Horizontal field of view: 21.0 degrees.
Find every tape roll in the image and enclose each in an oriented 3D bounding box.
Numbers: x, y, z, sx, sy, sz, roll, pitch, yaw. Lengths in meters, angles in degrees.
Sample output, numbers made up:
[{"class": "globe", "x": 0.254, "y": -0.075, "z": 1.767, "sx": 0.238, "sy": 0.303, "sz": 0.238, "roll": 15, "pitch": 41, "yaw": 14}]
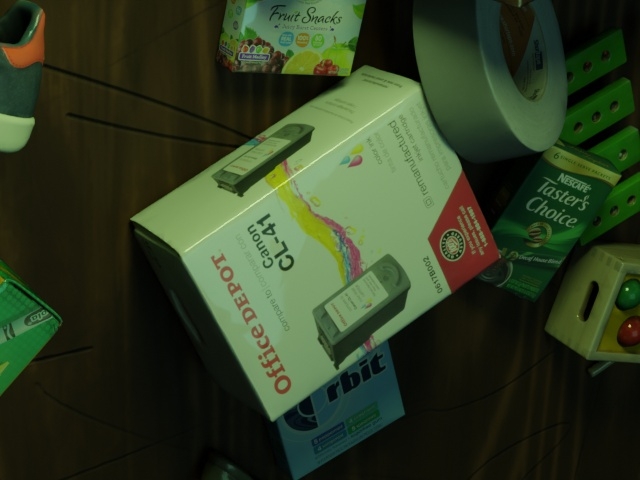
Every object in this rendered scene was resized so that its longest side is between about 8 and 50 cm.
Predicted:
[{"class": "tape roll", "x": 0.175, "y": -0.190, "z": 1.748, "sx": 0.219, "sy": 0.072, "sz": 0.219, "roll": 24, "pitch": 62, "yaw": -56}]

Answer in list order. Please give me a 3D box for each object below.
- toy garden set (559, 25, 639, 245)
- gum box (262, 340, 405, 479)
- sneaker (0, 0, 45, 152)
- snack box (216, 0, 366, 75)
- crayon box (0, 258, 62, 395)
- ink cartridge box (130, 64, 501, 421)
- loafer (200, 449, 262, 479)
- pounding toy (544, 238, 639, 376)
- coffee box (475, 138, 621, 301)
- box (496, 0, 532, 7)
[{"class": "toy garden set", "x": 0.346, "y": -0.145, "z": 1.998, "sx": 0.203, "sy": 0.049, "sz": 0.244, "roll": -30, "pitch": 127, "yaw": -18}, {"class": "gum box", "x": 0.006, "y": 0.153, "z": 1.906, "sx": 0.157, "sy": 0.041, "sz": 0.184, "roll": -28, "pitch": 126, "yaw": -21}, {"class": "sneaker", "x": -0.375, "y": -0.180, "z": 1.403, "sx": 0.350, "sy": 0.131, "sz": 0.148, "roll": 12, "pitch": 99, "yaw": -46}, {"class": "snack box", "x": -0.026, "y": -0.215, "z": 1.690, "sx": 0.141, "sy": 0.037, "sz": 0.100, "roll": -2, "pitch": 113, "yaw": -36}, {"class": "crayon box", "x": -0.375, "y": 0.123, "z": 1.524, "sx": 0.278, "sy": 0.165, "sz": 0.081, "roll": -49, "pitch": 132, "yaw": -5}, {"class": "ink cartridge box", "x": 0.000, "y": 0.000, "z": 1.741, "sx": 0.306, "sy": 0.131, "sz": 0.226, "roll": -36, "pitch": 119, "yaw": -17}, {"class": "loafer", "x": -0.083, "y": 0.283, "z": 1.904, "sx": 0.050, "sy": 0.056, "sz": 0.148, "roll": -49, "pitch": 122, "yaw": -4}, {"class": "pounding toy", "x": 0.386, "y": 0.104, "z": 2.125, "sx": 0.206, "sy": 0.094, "sz": 0.181, "roll": 6, "pitch": 109, "yaw": -38}, {"class": "coffee box", "x": 0.243, "y": -0.027, "z": 1.949, "sx": 0.113, "sy": 0.040, "sz": 0.184, "roll": 22, "pitch": 112, "yaw": -29}, {"class": "box", "x": 0.240, "y": -0.358, "z": 1.659, "sx": 0.381, "sy": 0.191, "sz": 0.143, "roll": -26, "pitch": 128, "yaw": -38}]
